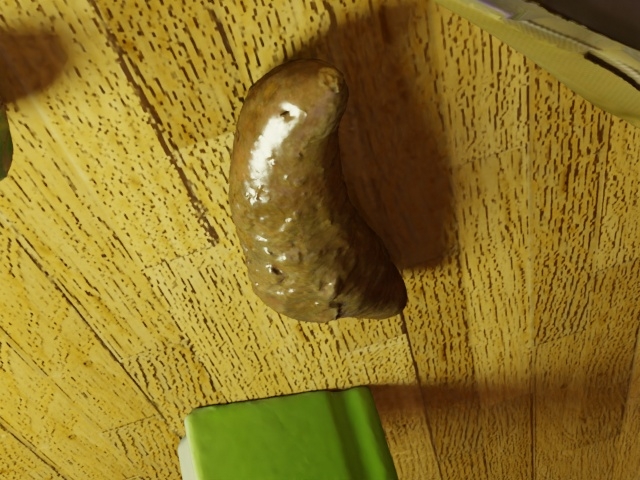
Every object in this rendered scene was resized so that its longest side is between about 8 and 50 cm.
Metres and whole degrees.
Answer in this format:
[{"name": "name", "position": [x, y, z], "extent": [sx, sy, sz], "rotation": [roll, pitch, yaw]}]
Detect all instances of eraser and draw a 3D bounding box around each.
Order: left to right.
[{"name": "eraser", "position": [-0.014, 0.285, 1.030], "extent": [0.210, 0.274, 0.092], "rotation": [-6, 144, -19]}]

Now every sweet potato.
[{"name": "sweet potato", "position": [-0.003, 0.001, 0.775], "extent": [0.114, 0.092, 0.341], "rotation": [-34, 149, -6]}]

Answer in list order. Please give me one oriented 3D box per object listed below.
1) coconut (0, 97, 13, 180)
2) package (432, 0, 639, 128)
[{"name": "coconut", "position": [-0.212, -0.055, 0.603], "extent": [0.083, 0.082, 0.081], "rotation": [28, 160, -39]}, {"name": "package", "position": [0.116, -0.140, 0.472], "extent": [0.311, 0.221, 0.165], "rotation": [11, 97, -38]}]
